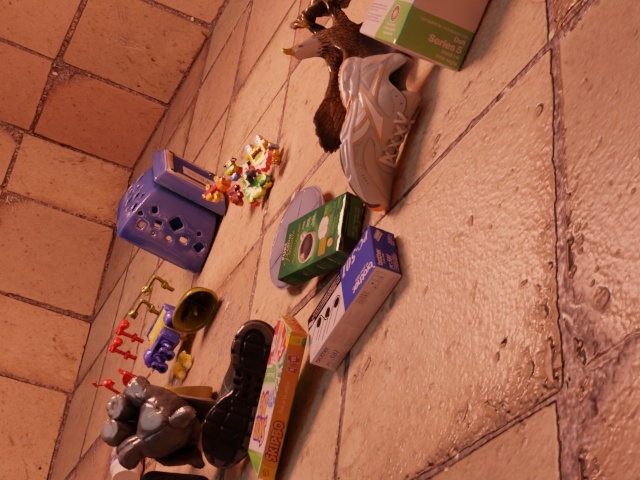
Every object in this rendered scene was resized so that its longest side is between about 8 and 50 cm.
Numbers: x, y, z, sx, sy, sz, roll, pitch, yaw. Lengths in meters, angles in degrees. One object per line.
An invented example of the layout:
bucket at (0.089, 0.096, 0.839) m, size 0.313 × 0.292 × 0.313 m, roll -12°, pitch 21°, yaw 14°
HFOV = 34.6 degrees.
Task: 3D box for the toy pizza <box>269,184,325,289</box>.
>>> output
toy pizza at (-0.036, -0.003, 1.871) m, size 0.201 × 0.032 × 0.201 m, roll -50°, pitch 30°, yaw 42°

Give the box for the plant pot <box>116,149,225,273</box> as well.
plant pot at (-0.374, -0.088, 2.656) m, size 0.212 × 0.236 × 0.236 m, roll -57°, pitch 20°, yaw 14°

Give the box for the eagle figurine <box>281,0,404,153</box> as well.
eagle figurine at (0.041, -0.326, 1.828) m, size 0.298 × 0.225 × 0.226 m, roll 63°, pitch -179°, yaw 28°

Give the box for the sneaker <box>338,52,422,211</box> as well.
sneaker at (0.099, -0.175, 1.574) m, size 0.121 × 0.099 × 0.262 m, roll -12°, pitch 71°, yaw 26°

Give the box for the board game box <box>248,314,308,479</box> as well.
board game box at (-0.071, 0.256, 1.628) m, size 0.124 × 0.039 × 0.259 m, roll -145°, pitch 65°, yaw -77°

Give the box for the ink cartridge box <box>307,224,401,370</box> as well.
ink cartridge box at (0.046, 0.086, 1.513) m, size 0.207 × 0.046 × 0.097 m, roll -58°, pitch 22°, yaw 32°

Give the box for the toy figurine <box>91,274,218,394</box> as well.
toy figurine at (-0.381, 0.197, 2.437) m, size 0.362 × 0.191 × 0.217 m, roll -61°, pitch 15°, yaw 21°

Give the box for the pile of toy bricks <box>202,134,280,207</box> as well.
pile of toy bricks at (-0.154, -0.125, 2.281) m, size 0.212 × 0.118 × 0.105 m, roll -40°, pitch 59°, yaw 28°

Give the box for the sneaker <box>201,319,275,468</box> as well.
sneaker at (-0.128, 0.268, 1.792) m, size 0.106 × 0.101 × 0.267 m, roll 14°, pitch -84°, yaw -85°

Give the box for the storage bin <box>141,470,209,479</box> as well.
storage bin at (-0.264, 0.500, 1.795) m, size 0.084 × 0.122 × 0.180 m, roll -103°, pitch 25°, yaw -60°

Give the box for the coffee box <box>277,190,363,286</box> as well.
coffee box at (0.000, 0.000, 1.702) m, size 0.184 × 0.040 × 0.113 m, roll -28°, pitch 46°, yaw 50°

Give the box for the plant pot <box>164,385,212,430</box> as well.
plant pot at (-0.283, 0.350, 2.082) m, size 0.134 × 0.134 × 0.095 m, roll 147°, pitch 122°, yaw -62°

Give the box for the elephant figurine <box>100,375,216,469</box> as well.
elephant figurine at (-0.263, 0.337, 1.853) m, size 0.169 × 0.239 × 0.186 m, roll -51°, pitch 55°, yaw 3°

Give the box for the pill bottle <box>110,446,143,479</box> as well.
pill bottle at (-0.465, 0.532, 2.470) m, size 0.078 × 0.078 × 0.137 m, roll -62°, pitch 19°, yaw 22°

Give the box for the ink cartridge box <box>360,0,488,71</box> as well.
ink cartridge box at (0.183, -0.410, 1.541) m, size 0.272 × 0.115 × 0.198 m, roll -66°, pitch 18°, yaw 11°
